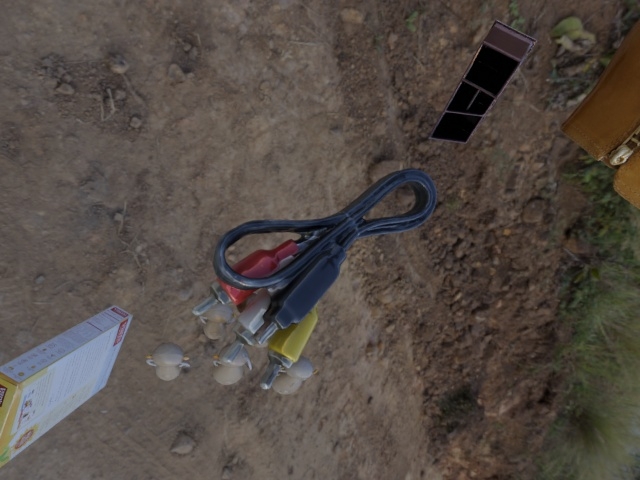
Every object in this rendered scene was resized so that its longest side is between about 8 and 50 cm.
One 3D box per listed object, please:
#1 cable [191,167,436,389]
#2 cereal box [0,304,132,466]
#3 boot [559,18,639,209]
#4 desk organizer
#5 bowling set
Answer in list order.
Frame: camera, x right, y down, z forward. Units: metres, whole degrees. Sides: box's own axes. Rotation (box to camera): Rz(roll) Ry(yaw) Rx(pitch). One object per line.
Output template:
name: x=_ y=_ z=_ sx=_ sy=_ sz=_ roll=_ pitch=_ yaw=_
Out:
cable: x=0.000 y=0.000 z=0.419 sx=0.287 sy=0.072 sz=0.139 roll=-45 pitch=106 yaw=-27
cereal box: x=-0.412 y=0.220 z=0.655 sx=0.173 sy=0.047 sz=0.240 roll=-63 pitch=176 yaw=14
boot: x=0.331 y=-0.075 z=0.265 sx=0.104 sy=0.295 sz=0.211 roll=0 pitch=131 yaw=-35
desk organizer: x=0.171 y=-0.161 z=0.455 sx=0.050 sy=0.047 sz=0.130 roll=-52 pitch=170 yaw=-33
bowling set: x=-0.154 y=0.162 z=0.760 sx=0.154 sy=0.286 sz=0.200 roll=120 pitch=-25 yaw=-55
